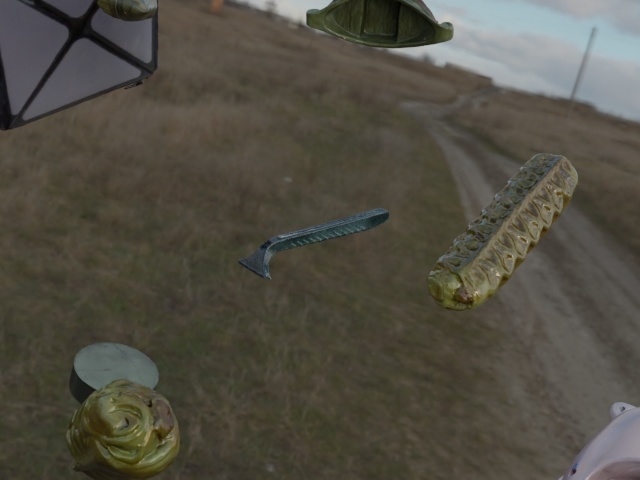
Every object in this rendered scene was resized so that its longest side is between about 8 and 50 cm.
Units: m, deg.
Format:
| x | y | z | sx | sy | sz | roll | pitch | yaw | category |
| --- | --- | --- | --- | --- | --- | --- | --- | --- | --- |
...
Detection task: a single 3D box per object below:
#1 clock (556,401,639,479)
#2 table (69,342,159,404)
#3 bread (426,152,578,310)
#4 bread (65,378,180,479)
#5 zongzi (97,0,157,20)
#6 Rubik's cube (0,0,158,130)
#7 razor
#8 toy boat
| x | y | z | sx | sy | sz | roll | pitch | yaw | category |
| --- | --- | --- | --- | --- | --- | --- | --- | --- | --- |
| 0.578 | 0.460 | 1.720 | 0.368 | 0.377 | 0.251 | 8 | -32 | 33 | clock |
| -0.322 | 0.216 | 1.544 | 0.133 | 0.043 | 0.133 | 17 | 26 | -8 | table |
| 0.257 | -0.018 | 1.354 | 0.084 | 0.077 | 0.367 | 11 | 36 | 34 | bread |
| -0.201 | 0.196 | 0.991 | 0.087 | 0.098 | 0.269 | -15 | -10 | -21 | bread |
| -0.195 | -0.261 | 1.105 | 0.083 | 0.040 | 0.076 | 19 | 17 | 32 | zongzi |
| -0.448 | -0.396 | 1.528 | 0.310 | 0.305 | 0.307 | -29 | 56 | -30 | Rubik's cube |
| -0.001 | -0.006 | 1.157 | 0.190 | 0.033 | 0.066 | -20 | 25 | -25 | razor |
| 0.077 | -0.280 | 1.244 | 0.184 | 0.089 | 0.071 | 7 | 35 | 7 | toy boat |
